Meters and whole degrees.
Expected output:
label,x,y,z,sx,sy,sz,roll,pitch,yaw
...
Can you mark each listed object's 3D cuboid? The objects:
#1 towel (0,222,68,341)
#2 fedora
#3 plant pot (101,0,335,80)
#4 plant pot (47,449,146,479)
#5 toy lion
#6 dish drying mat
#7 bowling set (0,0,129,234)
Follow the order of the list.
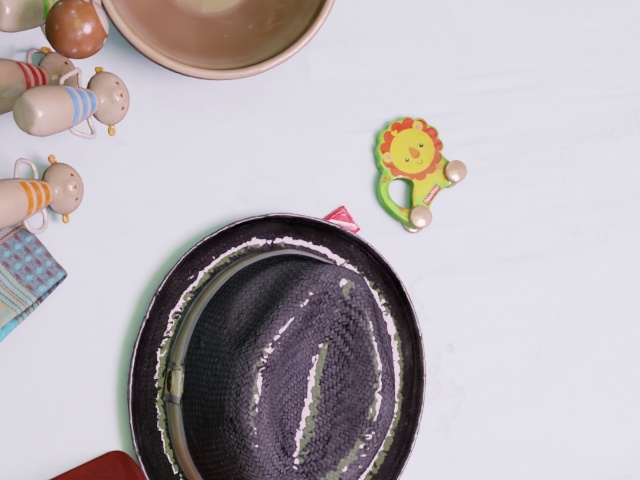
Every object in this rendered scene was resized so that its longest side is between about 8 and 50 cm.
label,x,y,z,sx,sy,sz,roll,pitch,yaw
towel,-0.386,0.015,1.311,0.271,0.040,0.370,53,34,-9
fedora,-0.019,0.136,1.468,0.334,0.152,0.334,1,86,-19
plant pot,-0.103,-0.267,1.497,0.237,0.110,0.237,0,91,-10
plant pot,-0.214,0.353,1.340,0.267,0.235,0.267,-23,91,-19
toy lion,0.092,-0.072,1.600,0.096,0.034,0.100,38,74,-4
dish drying mat,0.000,0.000,1.570,0.083,0.008,0.032,-36,97,-19
bowling set,-0.230,-0.156,1.403,0.154,0.199,0.287,-19,98,-53
